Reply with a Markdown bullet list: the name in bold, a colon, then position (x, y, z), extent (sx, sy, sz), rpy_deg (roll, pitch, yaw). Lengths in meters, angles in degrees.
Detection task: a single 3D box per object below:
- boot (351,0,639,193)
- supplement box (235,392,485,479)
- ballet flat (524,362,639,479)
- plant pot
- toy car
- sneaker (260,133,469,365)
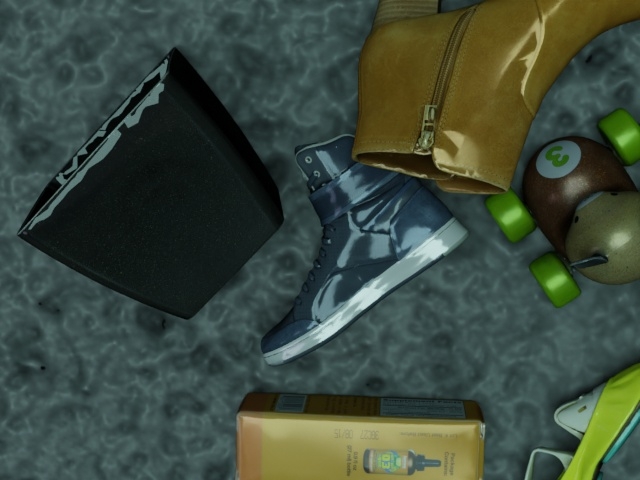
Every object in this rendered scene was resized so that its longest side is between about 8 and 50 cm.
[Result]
- **boot**: position (0.179, -0.142, 1.031), extent (0.295, 0.104, 0.211), rpy_deg (3, 75, 13)
- **supplement box**: position (0.038, 0.194, 1.130), extent (0.234, 0.080, 0.078), rpy_deg (3, 99, 5)
- **ballet flat**: position (0.246, 0.200, 1.121), extent (0.077, 0.077, 0.231), rpy_deg (28, 101, 17)
- **plant pot**: position (-0.137, -0.041, 1.067), extent (0.167, 0.188, 0.187), rpy_deg (42, 98, -16)
- **toy car**: position (0.245, -0.019, 1.028), extent (0.155, 0.188, 0.149), rpy_deg (-35, 94, 8)
- **sneaker**: position (0.001, -0.001, 1.101), extent (0.226, 0.086, 0.163), rpy_deg (-38, 92, 10)
